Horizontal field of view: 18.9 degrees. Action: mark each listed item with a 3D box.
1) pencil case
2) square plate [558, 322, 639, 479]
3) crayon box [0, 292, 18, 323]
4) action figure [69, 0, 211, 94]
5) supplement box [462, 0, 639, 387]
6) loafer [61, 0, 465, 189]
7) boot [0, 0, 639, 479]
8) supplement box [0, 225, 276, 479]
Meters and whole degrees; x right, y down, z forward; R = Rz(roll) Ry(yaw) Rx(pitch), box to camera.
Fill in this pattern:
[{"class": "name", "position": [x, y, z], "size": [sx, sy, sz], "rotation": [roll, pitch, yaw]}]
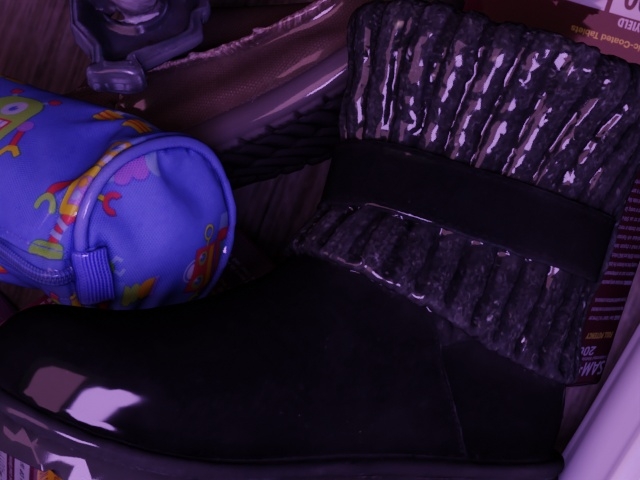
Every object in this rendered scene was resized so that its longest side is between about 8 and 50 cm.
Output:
[{"class": "pencil case", "position": [-0.197, -0.034, 1.101], "size": [0.306, 0.133, 0.119], "rotation": [18, 131, 35]}, {"class": "square plate", "position": [0.259, 0.204, 0.996], "size": [0.344, 0.049, 0.347], "rotation": [32, 87, 22]}, {"class": "crayon box", "position": [-0.218, 0.255, 1.241], "size": [0.363, 0.106, 0.313], "rotation": [43, 106, 21]}, {"class": "action figure", "position": [-0.096, -0.274, 1.127], "size": [0.330, 0.178, 0.341], "rotation": [-21, 52, 2]}, {"class": "supplement box", "position": [0.129, -0.048, 1.102], "size": [0.130, 0.073, 0.239], "rotation": [20, 98, 25]}, {"class": "loafer", "position": [-0.084, -0.093, 1.173], "size": [0.366, 0.134, 0.130], "rotation": [-23, 79, 23]}, {"class": "boot", "position": [-0.001, -0.001, 0.974], "size": [0.131, 0.348, 0.260], "rotation": [27, 108, 62]}, {"class": "supplement box", "position": [-0.120, 0.071, 1.146], "size": [0.081, 0.188, 0.104], "rotation": [44, 150, 20]}]
